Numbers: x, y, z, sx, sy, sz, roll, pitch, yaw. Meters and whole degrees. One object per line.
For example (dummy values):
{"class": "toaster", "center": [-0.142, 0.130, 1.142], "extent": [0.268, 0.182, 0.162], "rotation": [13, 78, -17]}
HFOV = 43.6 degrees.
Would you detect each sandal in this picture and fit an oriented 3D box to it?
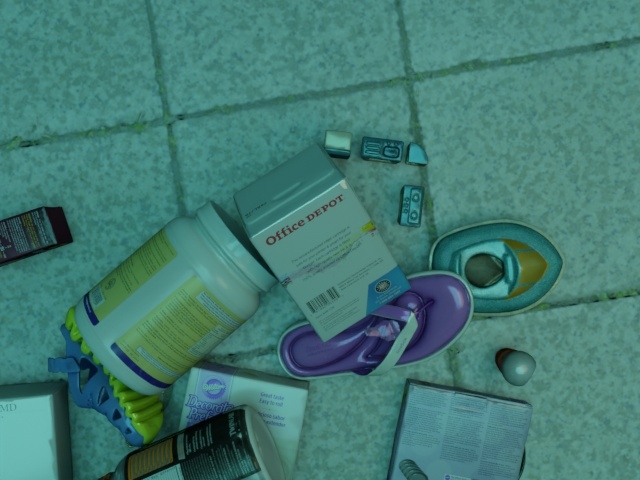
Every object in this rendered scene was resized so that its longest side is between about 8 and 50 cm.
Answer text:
{"class": "sandal", "center": [0.100, 0.188, 1.535], "extent": [0.416, 0.102, 0.169], "rotation": [-24, 92, 20]}
{"class": "sandal", "center": [-0.429, 0.283, 1.574], "extent": [0.138, 0.126, 0.317], "rotation": [-46, 66, 9]}

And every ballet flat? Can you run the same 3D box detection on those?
{"class": "ballet flat", "center": [-0.348, 0.346, 1.621], "extent": [0.057, 0.052, 0.168], "rotation": [24, 91, 0]}

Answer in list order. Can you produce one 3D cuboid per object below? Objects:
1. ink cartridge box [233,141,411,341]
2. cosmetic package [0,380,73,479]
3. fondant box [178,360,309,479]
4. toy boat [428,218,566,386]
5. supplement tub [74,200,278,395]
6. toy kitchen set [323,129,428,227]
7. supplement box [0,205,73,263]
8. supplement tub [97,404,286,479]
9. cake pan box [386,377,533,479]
{"class": "ink cartridge box", "center": [0.000, 0.000, 1.484], "extent": [0.198, 0.197, 0.270], "rotation": [-32, 120, 1]}
{"class": "cosmetic package", "center": [-0.596, 0.473, 1.571], "extent": [0.197, 0.155, 0.365], "rotation": [-5, 92, -7]}
{"class": "fondant box", "center": [-0.168, 0.426, 1.598], "extent": [0.238, 0.096, 0.330], "rotation": [11, 90, 1]}
{"class": "toy boat", "center": [0.357, 0.117, 1.553], "extent": [0.267, 0.148, 0.318], "rotation": [-10, 91, 1]}
{"class": "supplement tub", "center": [-0.268, 0.106, 1.521], "extent": [0.331, 0.241, 0.241], "rotation": [-40, 90, 2]}
{"class": "toy kitchen set", "center": [0.103, -0.119, 1.567], "extent": [0.207, 0.122, 0.166], "rotation": [7, 91, 1]}
{"class": "supplement box", "center": [-0.608, -0.002, 1.594], "extent": [0.188, 0.104, 0.080], "rotation": [-18, 91, 2]}
{"class": "supplement tub", "center": [-0.237, 0.444, 1.458], "extent": [0.316, 0.193, 0.193], "rotation": [-24, 91, 4]}
{"class": "cake pan box", "center": [0.280, 0.421, 1.602], "extent": [0.267, 0.070, 0.245], "rotation": [9, 94, 1]}
